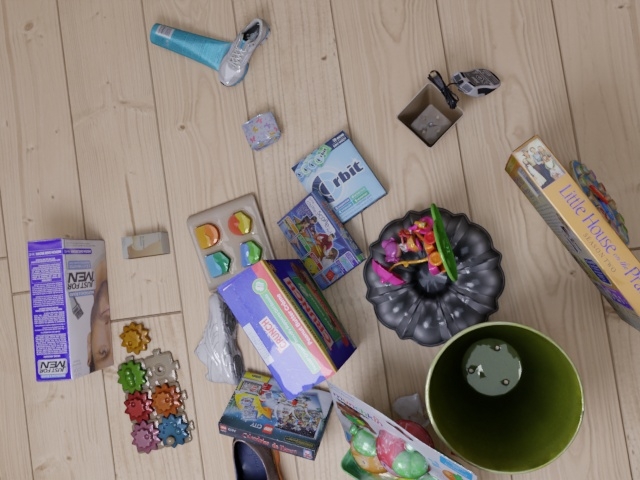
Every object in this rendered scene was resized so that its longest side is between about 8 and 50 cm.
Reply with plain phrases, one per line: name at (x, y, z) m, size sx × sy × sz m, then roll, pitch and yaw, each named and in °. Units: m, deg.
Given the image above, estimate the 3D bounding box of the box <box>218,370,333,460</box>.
box at (-0.100, 0.405, 1.341) m, size 0.233 × 0.159 × 0.044 m, roll 12°, pitch 130°, yaw 13°

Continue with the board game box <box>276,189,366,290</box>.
board game box at (0.000, 0.000, 1.360) m, size 0.136 × 0.035 × 0.201 m, roll -39°, pitch 81°, yaw 33°

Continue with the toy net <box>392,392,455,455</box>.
toy net at (0.280, 0.418, 1.314) m, size 0.232 × 0.045 × 0.122 m, roll 11°, pitch 93°, yaw 14°

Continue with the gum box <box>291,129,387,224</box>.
gum box at (0.045, -0.143, 1.375) m, size 0.157 × 0.041 × 0.184 m, roll -34°, pitch 82°, yaw 10°

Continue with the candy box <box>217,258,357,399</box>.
candy box at (-0.057, 0.176, 1.250) m, size 0.122 × 0.317 × 0.268 m, roll -35°, pitch 82°, yaw 10°

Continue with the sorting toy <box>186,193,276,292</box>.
sorting toy at (-0.225, 0.007, 1.433) m, size 0.193 × 0.038 × 0.208 m, roll -19°, pitch 85°, yaw 11°

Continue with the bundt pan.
bundt pan at (0.249, 0.085, 1.285) m, size 0.331 × 0.124 × 0.331 m, roll 0°, pitch 90°, yaw 13°

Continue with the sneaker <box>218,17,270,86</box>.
sneaker at (-0.196, -0.469, 1.410) m, size 0.071 × 0.083 × 0.190 m, roll 32°, pitch 98°, yaw -3°

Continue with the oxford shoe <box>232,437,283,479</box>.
oxford shoe at (-0.138, 0.619, 1.353) m, size 0.130 × 0.133 × 0.363 m, roll -21°, pitch 84°, yaw 11°

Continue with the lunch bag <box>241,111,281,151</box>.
lunch bag at (-0.141, -0.269, 1.414) m, size 0.083 × 0.053 × 0.071 m, roll -27°, pitch 81°, yaw 20°

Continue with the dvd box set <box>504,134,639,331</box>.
dvd box set at (0.521, -0.008, 1.133) m, size 0.062 × 0.307 × 0.420 m, roll -37°, pitch 81°, yaw 13°

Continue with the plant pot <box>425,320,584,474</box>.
plant pot at (0.356, 0.284, 1.169) m, size 0.275 × 0.293 × 0.274 m, roll 0°, pitch 89°, yaw 12°

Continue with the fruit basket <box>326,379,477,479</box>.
fruit basket at (0.155, 0.450, 1.165) m, size 0.327 × 0.353 × 0.165 m, roll 27°, pitch 66°, yaw 28°

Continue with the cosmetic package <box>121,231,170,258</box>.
cosmetic package at (-0.451, 0.013, 1.481) m, size 0.115 × 0.041 × 0.060 m, roll -9°, pitch 87°, yaw 12°

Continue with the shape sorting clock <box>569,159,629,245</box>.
shape sorting clock at (0.577, -0.079, 1.180) m, size 0.040 × 0.206 × 0.206 m, roll -34°, pitch 81°, yaw 38°

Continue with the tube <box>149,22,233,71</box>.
tube at (-0.331, -0.498, 1.464) m, size 0.207 × 0.052 × 0.080 m, roll 21°, pitch 102°, yaw 5°

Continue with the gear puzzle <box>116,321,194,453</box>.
gear puzzle at (-0.441, 0.372, 1.469) m, size 0.175 × 0.044 × 0.339 m, roll -16°, pitch 85°, yaw 12°

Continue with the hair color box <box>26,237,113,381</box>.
hair color box at (-0.624, 0.167, 1.442) m, size 0.110 × 0.185 × 0.339 m, roll -4°, pitch 88°, yaw 11°

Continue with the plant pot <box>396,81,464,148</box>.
plant pot at (0.249, -0.275, 1.305) m, size 0.109 × 0.096 × 0.109 m, roll 45°, pitch 98°, yaw 9°

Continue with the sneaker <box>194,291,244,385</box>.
sneaker at (-0.264, 0.246, 1.413) m, size 0.115 × 0.090 × 0.232 m, roll -9°, pitch 86°, yaw 15°

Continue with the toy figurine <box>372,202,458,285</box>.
toy figurine at (0.183, 0.024, 1.192) m, size 0.159 × 0.130 × 0.173 m, roll -18°, pitch 63°, yaw 21°

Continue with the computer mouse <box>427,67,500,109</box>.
computer mouse at (0.325, -0.341, 1.274) m, size 0.106 × 0.193 × 0.042 m, roll 56°, pitch 143°, yaw 26°
